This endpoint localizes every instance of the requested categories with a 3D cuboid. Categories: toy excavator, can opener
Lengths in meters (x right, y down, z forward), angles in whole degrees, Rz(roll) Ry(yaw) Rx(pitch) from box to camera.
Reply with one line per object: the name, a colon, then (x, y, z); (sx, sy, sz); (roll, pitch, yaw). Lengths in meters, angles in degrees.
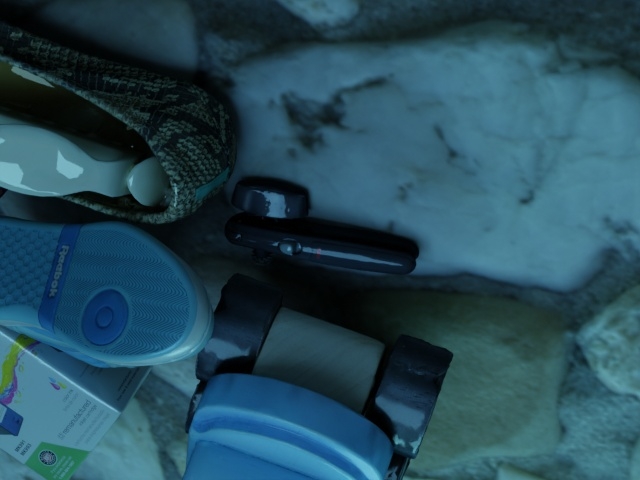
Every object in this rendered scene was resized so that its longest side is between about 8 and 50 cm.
toy excavator: (-0.074, 0.319, 1.591); (0.222, 0.445, 0.433); (21, 151, 5)
can opener: (0.000, 0.000, 1.570); (0.186, 0.059, 0.073); (17, 126, 9)

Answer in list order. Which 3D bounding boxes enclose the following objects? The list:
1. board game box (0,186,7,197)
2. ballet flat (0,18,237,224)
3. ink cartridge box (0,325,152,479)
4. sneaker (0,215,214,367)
board game box: (-0.387, -0.040, 1.610); (0.141, 0.170, 0.048); (0, 120, 20)
ballet flat: (-0.317, -0.124, 1.520); (0.483, 0.182, 0.164); (17, 117, 8)
ink cartridge box: (-0.308, 0.135, 1.750); (0.212, 0.093, 0.154); (37, 127, -5)
sneaker: (-0.177, 0.063, 1.584); (0.319, 0.127, 0.208); (15, 171, 40)
